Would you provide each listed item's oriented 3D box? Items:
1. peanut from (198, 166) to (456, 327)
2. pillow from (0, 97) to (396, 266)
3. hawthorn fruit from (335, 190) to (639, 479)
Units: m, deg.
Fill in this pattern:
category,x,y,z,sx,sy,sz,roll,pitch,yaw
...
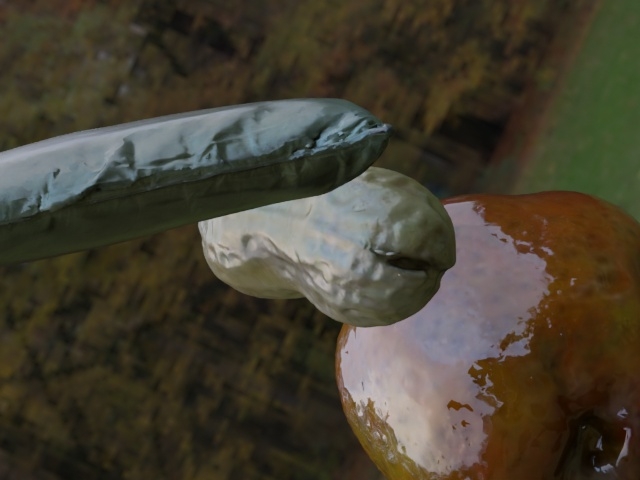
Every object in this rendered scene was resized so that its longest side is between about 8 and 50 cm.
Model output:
category,x,y,z,sx,sy,sz,roll,pitch,yaw
peanut,0.000,0.000,1.585,0.313,0.149,0.149,5,63,47
pillow,-0.114,-0.039,1.138,0.185,0.302,0.075,-150,49,-79
hawthorn fruit,0.259,0.171,2.172,0.472,0.472,0.471,25,-90,-87
